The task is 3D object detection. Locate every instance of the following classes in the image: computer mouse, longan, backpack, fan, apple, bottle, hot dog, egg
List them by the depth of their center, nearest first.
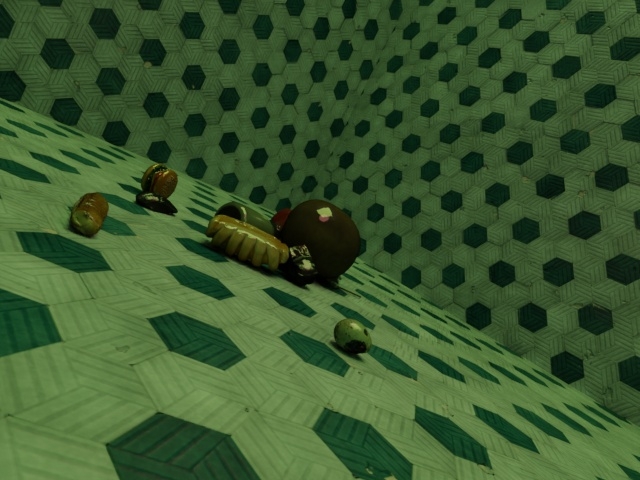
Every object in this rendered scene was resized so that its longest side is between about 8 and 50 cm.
[{"bbox_3d":[-0.602,-0.079,1.182,0.083,0.068,0.289,32,1,-27],"label":"hot dog"},{"bbox_3d":[0.086,0.257,1.195,0.110,0.085,0.085,42,9,16],"label":"egg"},{"bbox_3d":[-0.077,0.091,1.714,0.120,0.105,0.165,-15,50,-35],"label":"backpack"},{"bbox_3d":[-0.636,-0.153,1.758,0.106,0.062,0.192,30,7,30],"label":"computer mouse"},{"bbox_3d":[-0.288,-0.042,1.886,0.168,0.168,0.347,29,1,27],"label":"bottle"},{"bbox_3d":[0.000,0.000,1.958,0.361,0.360,0.361,27,5,-3],"label":"longan"},{"bbox_3d":[0.022,0.183,2.001,0.294,0.012,0.223,28,5,24],"label":"fan"},{"bbox_3d":[-0.170,-0.057,2.399,0.218,0.201,0.218,28,-1,1],"label":"apple"}]

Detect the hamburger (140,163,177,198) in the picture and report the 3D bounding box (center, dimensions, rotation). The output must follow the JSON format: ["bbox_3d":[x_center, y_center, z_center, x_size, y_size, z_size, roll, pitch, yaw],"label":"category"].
[{"bbox_3d":[-0.697,-0.252,1.948,0.115,0.162,0.162,28,5,11],"label":"hamburger"}]

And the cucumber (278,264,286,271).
[{"bbox_3d":[-0.151,0.078,1.820,0.241,0.074,0.074,35,7,12],"label":"cucumber"}]

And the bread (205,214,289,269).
[{"bbox_3d":[-0.265,0.014,1.627,0.311,0.121,0.173,26,10,-6],"label":"bread"}]

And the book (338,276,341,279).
[{"bbox_3d":[0.004,0.081,2.231,0.282,0.025,0.215,49,-1,-2],"label":"book"}]
